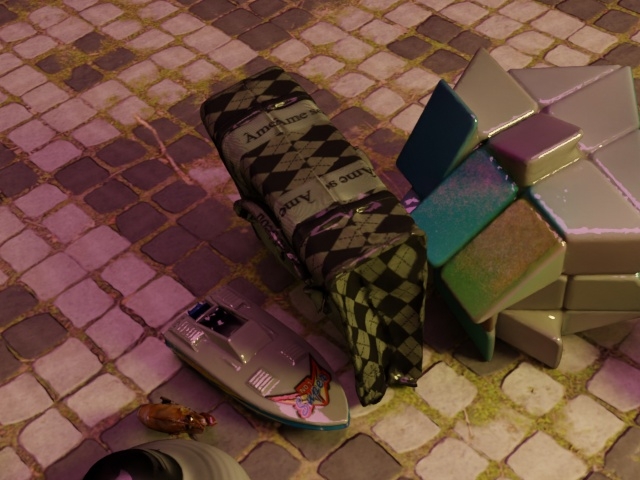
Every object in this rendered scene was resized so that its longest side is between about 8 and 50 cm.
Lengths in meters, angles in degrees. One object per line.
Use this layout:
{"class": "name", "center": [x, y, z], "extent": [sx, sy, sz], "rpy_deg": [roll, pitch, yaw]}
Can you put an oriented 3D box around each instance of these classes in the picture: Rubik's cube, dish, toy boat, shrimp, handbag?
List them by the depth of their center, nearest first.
{"class": "dish", "center": [-0.215, 0.304, 1.055], "extent": [0.274, 0.133, 0.273], "rpy_deg": [-15, 31, 9]}
{"class": "shrimp", "center": [-0.172, 0.233, 1.195], "extent": [0.162, 0.095, 0.045], "rpy_deg": [-2, 64, 53]}
{"class": "toy boat", "center": [-0.072, 0.167, 1.263], "extent": [0.295, 0.088, 0.129], "rpy_deg": [31, 55, 31]}
{"class": "Rubik's cube", "center": [0.280, -0.036, 1.264], "extent": [0.368, 0.358, 0.387], "rpy_deg": [0, 57, 9]}
{"class": "handbag", "center": [0.000, 0.000, 1.281], "extent": [0.180, 0.316, 0.416], "rpy_deg": [-26, 45, -11]}
